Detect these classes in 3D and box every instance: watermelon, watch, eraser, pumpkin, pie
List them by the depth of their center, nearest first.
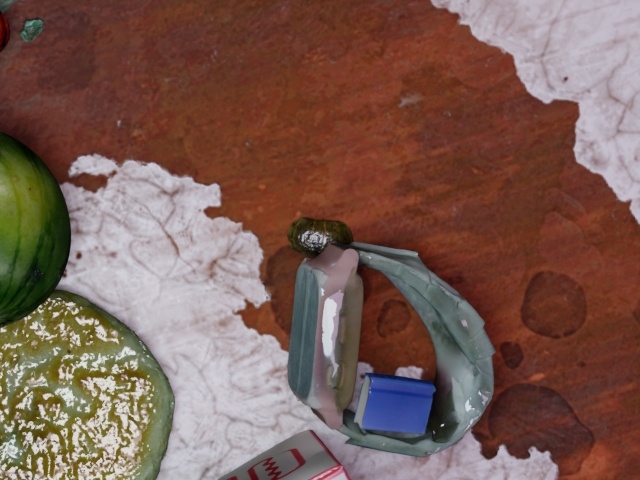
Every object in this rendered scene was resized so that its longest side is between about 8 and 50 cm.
[{"bbox_3d":[-0.407,-0.013,1.799,0.242,0.242,0.242,0,93,-6],"label":"watermelon"},{"bbox_3d":[0.086,0.189,1.826,0.085,0.027,0.063,8,101,-23],"label":"eraser"},{"bbox_3d":[0.093,0.136,1.901,0.241,0.162,0.253,4,97,-11],"label":"watch"},{"bbox_3d":[-0.335,0.209,1.902,0.323,0.070,0.323,0,89,-6],"label":"pie"},{"bbox_3d":[0.000,-0.001,1.944,0.083,0.028,0.050,6,94,-2],"label":"pumpkin"}]

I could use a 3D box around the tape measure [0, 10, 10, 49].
[{"bbox_3d":[-0.514,-0.248,1.841,0.253,0.114,0.260,43,92,-6],"label":"tape measure"}]

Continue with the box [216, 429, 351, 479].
[{"bbox_3d":[-0.052,0.432,1.816,0.300,0.312,0.314,-29,94,-6],"label":"box"}]
